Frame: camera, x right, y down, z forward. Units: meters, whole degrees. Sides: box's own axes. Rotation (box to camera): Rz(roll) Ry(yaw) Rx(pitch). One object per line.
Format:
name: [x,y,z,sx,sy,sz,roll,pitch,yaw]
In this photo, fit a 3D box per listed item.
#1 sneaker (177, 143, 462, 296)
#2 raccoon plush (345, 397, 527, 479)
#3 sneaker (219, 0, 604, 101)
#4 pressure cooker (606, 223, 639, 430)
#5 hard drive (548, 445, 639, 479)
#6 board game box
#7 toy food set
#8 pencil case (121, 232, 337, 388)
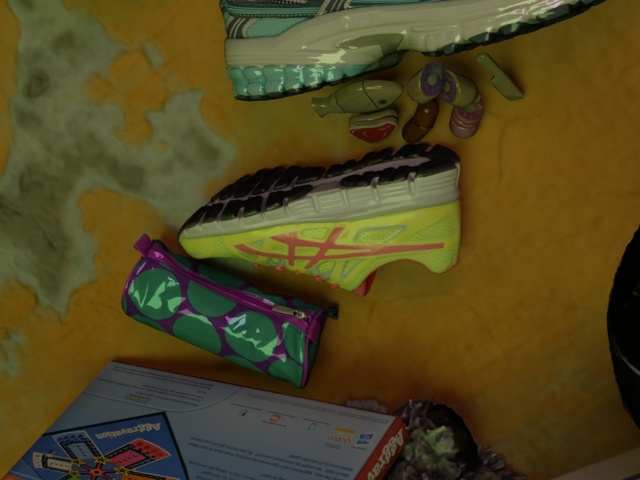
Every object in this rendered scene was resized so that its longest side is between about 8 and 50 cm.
sneaker: [0.000,0.000,0.795,0.208,0.081,0.094,-7,115,23]
raccoon plush: [-0.034,0.293,0.827,0.446,0.299,0.216,-18,108,28]
sneaker: [0.059,-0.166,0.675,0.283,0.110,0.122,-12,100,22]
pressure cooker: [0.368,0.096,0.471,0.375,0.370,0.420,-37,100,21]
hard drive: [0.244,0.268,0.690,0.210,0.040,0.318,-18,100,-8]
board game box: [-0.091,0.159,0.829,0.281,0.145,0.027,5,130,37]
toy food set: [0.063,-0.081,0.746,0.122,0.019,0.078,-14,150,31]
pencil case: [-0.069,0.051,0.856,0.152,0.064,0.070,21,137,10]
